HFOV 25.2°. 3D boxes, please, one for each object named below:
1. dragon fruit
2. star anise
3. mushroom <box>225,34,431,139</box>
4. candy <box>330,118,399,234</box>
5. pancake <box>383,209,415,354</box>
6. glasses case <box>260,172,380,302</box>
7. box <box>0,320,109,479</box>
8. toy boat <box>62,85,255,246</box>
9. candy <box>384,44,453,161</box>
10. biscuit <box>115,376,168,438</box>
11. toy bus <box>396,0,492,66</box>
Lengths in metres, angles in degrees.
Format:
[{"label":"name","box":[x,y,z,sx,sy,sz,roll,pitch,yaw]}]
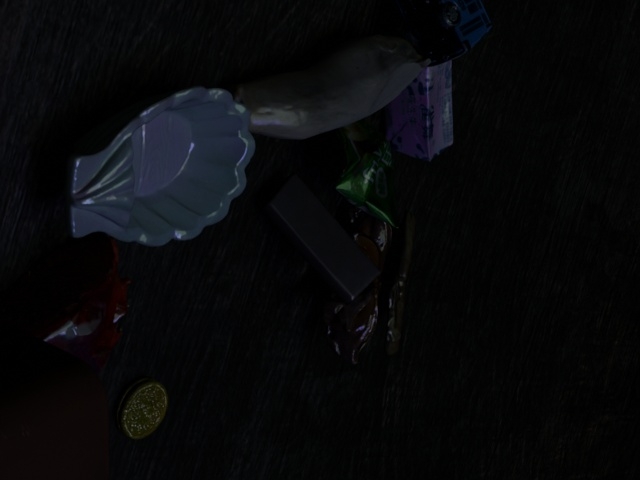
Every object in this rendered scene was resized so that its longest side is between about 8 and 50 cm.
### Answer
[{"label":"dragon fruit","box":[-0.297,0.119,1.703,0.274,0.126,0.161,-42,136,-32]},{"label":"star anise","box":[0.044,0.057,2.135,0.214,0.099,0.220,73,30,-45]},{"label":"mushroom","box":[0.008,-0.206,1.955,0.351,0.097,0.109,-26,89,-40]},{"label":"candy","box":[0.059,-0.110,2.072,0.203,0.078,0.141,43,47,-48]},{"label":"pancake","box":[0.122,0.064,2.223,0.212,0.029,0.235,-76,172,-61]},{"label":"glasses case","box":[-0.001,-0.001,2.011,0.072,0.042,0.190,-45,101,-22]},{"label":"box","box":[-0.401,0.210,1.440,0.229,0.339,0.239,-25,125,-48]},{"label":"toy boat","box":[-0.207,-0.093,1.739,0.290,0.100,0.199,-21,122,-47]},{"label":"candy","box":[0.144,-0.209,2.142,0.073,0.092,0.160,-32,128,-42]},{"label":"biscuit","box":[-0.240,0.225,1.918,0.084,0.023,0.084,-29,130,-41]},{"label":"toy bus","box":[0.164,-0.352,2.040,0.106,0.090,0.184,-36,104,-43]}]
